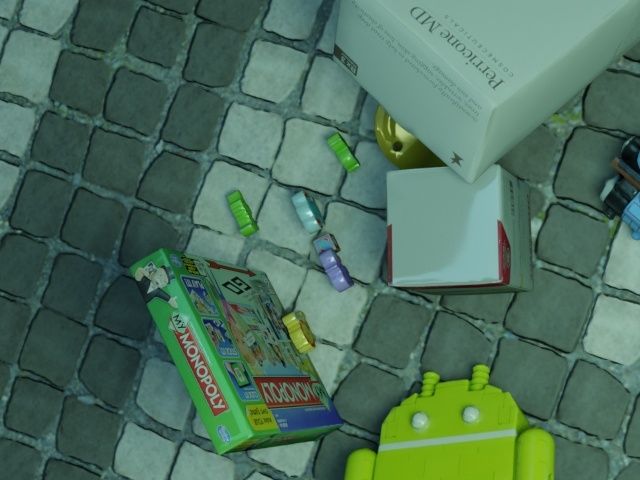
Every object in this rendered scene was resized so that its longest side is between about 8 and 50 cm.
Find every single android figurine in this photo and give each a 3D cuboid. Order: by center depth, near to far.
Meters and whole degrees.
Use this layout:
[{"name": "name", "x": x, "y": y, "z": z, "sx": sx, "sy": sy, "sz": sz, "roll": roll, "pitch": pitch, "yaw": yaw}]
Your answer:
[{"name": "android figurine", "x": 0.139, "y": 0.258, "z": 1.475, "sx": 0.248, "sy": 0.056, "sz": 0.273, "roll": -10, "pitch": 50, "yaw": 28}]

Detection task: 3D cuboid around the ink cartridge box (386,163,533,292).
[{"name": "ink cartridge box", "x": 0.157, "y": -0.007, "z": 1.493, "sx": 0.127, "sy": 0.176, "sz": 0.128, "roll": -4, "pitch": 83, "yaw": 20}]

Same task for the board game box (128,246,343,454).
[{"name": "board game box", "x": -0.083, "y": 0.124, "z": 1.482, "sx": 0.046, "sy": 0.317, "sz": 0.213, "roll": -31, "pitch": 77, "yaw": 12}]

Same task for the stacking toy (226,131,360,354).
[{"name": "stacking toy", "x": 0.000, "y": 0.000, "z": 1.607, "sx": 0.167, "sy": 0.052, "sz": 0.221, "roll": -30, "pitch": 76, "yaw": 12}]

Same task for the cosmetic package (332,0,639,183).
[{"name": "cosmetic package", "x": 0.220, "y": -0.265, "z": 1.422, "sx": 0.217, "sy": 0.156, "sz": 0.385, "roll": 42, "pitch": 65, "yaw": 16}]

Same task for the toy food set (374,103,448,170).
[{"name": "toy food set", "x": 0.154, "y": -0.176, "z": 1.574, "sx": 0.128, "sy": 0.071, "sz": 0.218, "roll": 39, "pitch": 99, "yaw": -7}]

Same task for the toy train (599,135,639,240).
[{"name": "toy train", "x": 0.387, "y": -0.031, "z": 1.475, "sx": 0.184, "sy": 0.080, "sz": 0.105, "roll": 43, "pitch": 104, "yaw": 17}]
